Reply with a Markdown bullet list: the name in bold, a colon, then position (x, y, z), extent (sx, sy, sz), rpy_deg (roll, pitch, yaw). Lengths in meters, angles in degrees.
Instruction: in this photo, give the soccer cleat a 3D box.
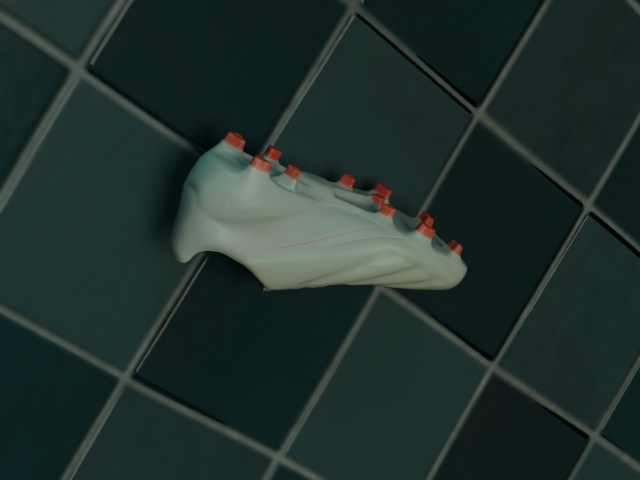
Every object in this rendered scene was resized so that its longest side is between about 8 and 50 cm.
- **soccer cleat**: position (0.000, 0.000, 0.860), extent (0.196, 0.068, 0.076), rpy_deg (19, 108, -37)
